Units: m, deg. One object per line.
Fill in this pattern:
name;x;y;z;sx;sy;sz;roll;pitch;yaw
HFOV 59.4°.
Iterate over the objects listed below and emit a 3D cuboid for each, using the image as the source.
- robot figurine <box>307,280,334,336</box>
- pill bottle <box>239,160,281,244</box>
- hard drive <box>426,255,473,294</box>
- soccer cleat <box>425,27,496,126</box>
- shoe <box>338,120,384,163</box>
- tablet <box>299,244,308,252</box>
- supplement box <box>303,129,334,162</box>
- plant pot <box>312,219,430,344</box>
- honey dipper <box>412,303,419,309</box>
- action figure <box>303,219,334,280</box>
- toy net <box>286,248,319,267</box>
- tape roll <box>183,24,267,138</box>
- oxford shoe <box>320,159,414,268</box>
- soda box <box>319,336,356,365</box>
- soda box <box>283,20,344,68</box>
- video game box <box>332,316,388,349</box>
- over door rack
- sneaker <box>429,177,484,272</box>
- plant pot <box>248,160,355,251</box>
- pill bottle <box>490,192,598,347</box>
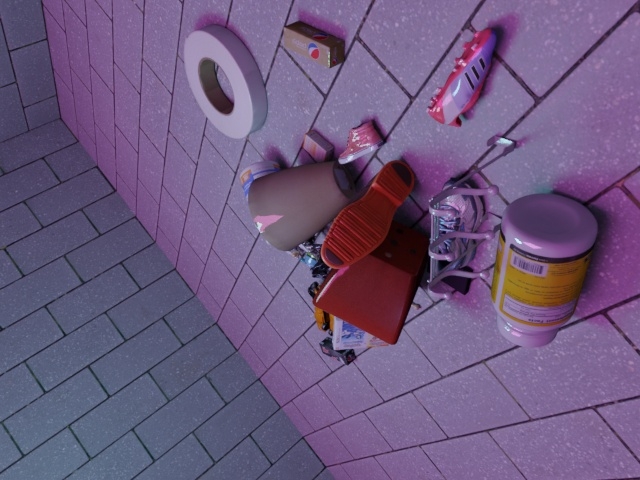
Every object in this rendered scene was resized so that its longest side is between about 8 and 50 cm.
robot figurine;0.044;0.276;2.197;0.211;0.085;0.291;33;144;34
pill bottle;-0.175;-0.128;1.965;0.152;0.152;0.272;-50;55;60
hard drive;0.366;0.087;1.595;0.135;0.022;0.094;35;144;33
soccer cleat;0.317;-0.342;1.200;0.095;0.083;0.248;25;144;-5
shoe;0.101;-0.277;1.584;0.178;0.063;0.081;-15;105;54
tablet;-0.074;0.021;2.158;0.054;0.006;0.083;30;169;37
supplement box;-0.007;-0.290;1.750;0.098;0.036;0.062;43;148;21
plant pot;0.169;0.083;1.604;0.267;0.267;0.236;26;133;6
honey dipper;0.258;0.191;1.853;0.161;0.030;0.030;28;140;36
action figure;0.000;0.000;1.934;0.164;0.141;0.275;70;-176;-55
toy net;-0.063;0.064;2.182;0.122;0.045;0.232;33;177;-41
tape roll;-0.334;-0.544;1.944;0.392;0.072;0.392;37;146;30
oxford shoe;0.116;-0.055;1.490;0.130;0.363;0.133;45;154;-5
soda box;0.072;0.468;2.381;0.169;0.053;0.060;15;131;50
soda box;-0.019;-0.528;1.508;0.181;0.058;0.061;35;145;31
video game box;0.147;0.312;1.979;0.187;0.205;0.048;91;173;-48
over door rack;0.342;-0.049;1.207;0.108;0.324;0.239;22;136;32
sneaker;0.336;-0.023;1.426;0.110;0.122;0.283;27;140;40
plant pot;-0.039;-0.133;1.738;0.274;0.256;0.256;-24;101;30
pill bottle;0.482;0.078;1.248;0.188;0.188;0.334;32;143;36
